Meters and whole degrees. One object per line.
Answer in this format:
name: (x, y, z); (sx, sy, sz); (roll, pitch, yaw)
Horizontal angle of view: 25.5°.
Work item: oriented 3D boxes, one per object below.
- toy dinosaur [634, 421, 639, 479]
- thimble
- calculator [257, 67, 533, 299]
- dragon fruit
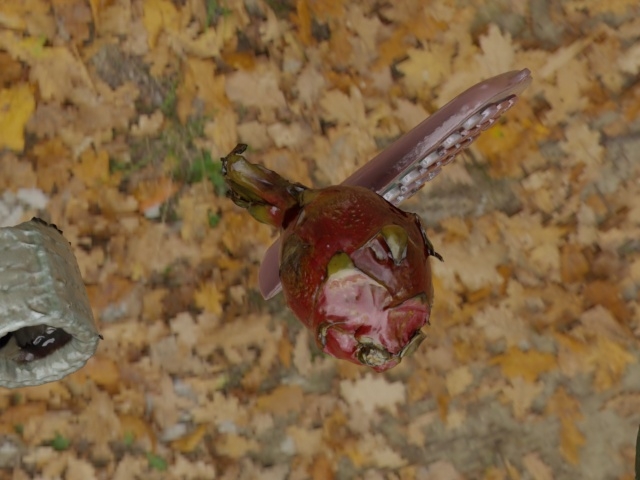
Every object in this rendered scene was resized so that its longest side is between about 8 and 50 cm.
toy dinosaur: (0.210, 0.244, 0.871); (0.147, 0.363, 0.076); (-3, 141, -3)
thimble: (-0.221, 0.048, 1.045); (0.102, 0.090, 0.115); (-10, 151, -21)
calculator: (0.078, -0.067, 1.385); (0.329, 0.220, 0.048); (-40, 84, 25)
dragon fruit: (0.000, 0.000, 1.144); (0.125, 0.246, 0.125); (-28, 144, -37)
